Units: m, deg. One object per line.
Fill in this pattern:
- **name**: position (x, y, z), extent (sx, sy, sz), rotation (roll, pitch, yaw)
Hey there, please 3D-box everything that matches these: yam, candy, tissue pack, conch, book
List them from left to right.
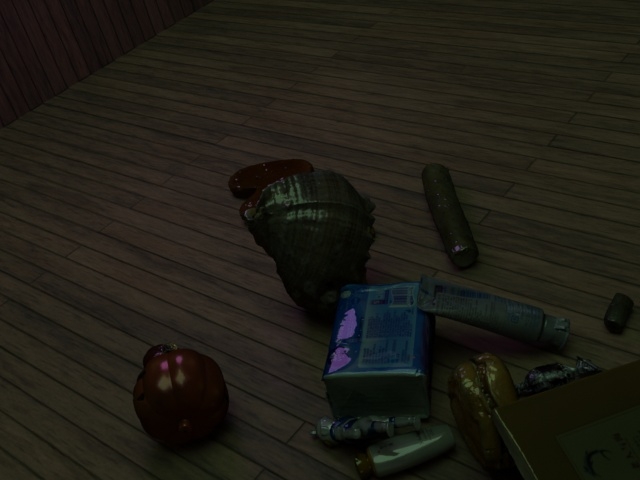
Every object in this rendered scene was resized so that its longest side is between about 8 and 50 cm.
- **conch**: position (0.012, 0.007, 1.726), extent (0.210, 0.352, 0.297), rotation (28, 85, 40)
- **tissue pack**: position (0.125, 0.215, 1.571), extent (0.198, 0.146, 0.263), rotation (-4, 38, 13)
- **yam**: position (0.310, -0.067, 1.941), extent (0.083, 0.083, 0.371), rotation (-12, 38, 5)
- **candy**: position (0.414, 0.258, 1.490), extent (0.226, 0.051, 0.094), rotation (-12, 33, 4)
- **yam**: position (0.596, 0.142, 1.586), extent (0.043, 0.043, 0.094), rotation (13, 46, 34)
- **book**: position (0.490, 0.326, 1.238), extent (0.389, 0.032, 0.269), rotation (-12, 56, -20)

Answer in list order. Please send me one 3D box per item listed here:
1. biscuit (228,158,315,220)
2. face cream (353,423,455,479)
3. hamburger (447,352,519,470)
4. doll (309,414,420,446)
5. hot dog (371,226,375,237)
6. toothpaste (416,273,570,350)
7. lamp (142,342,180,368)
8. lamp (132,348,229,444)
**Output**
- **biscuit**: position (-0.146, -0.130, 2.216), extent (0.262, 0.052, 0.277), rotation (-10, 37, 16)
- **face cream**: position (0.150, 0.378, 1.423), extent (0.182, 0.051, 0.072), rotation (-18, 25, -2)
- **hamburger**: position (0.286, 0.295, 1.359), extent (0.108, 0.214, 0.214), rotation (-18, 36, 3)
- **doll**: position (0.070, 0.348, 1.459), extent (0.227, 0.057, 0.114), rotation (-13, -4, 42)
- **hot dog**: position (0.078, -0.067, 2.052), extent (0.066, 0.047, 0.216), rotation (-22, 36, -5)
- **toothpaste**: position (0.336, 0.142, 1.562), extent (0.299, 0.073, 0.114), rotation (17, 37, 3)
- **lamp**: position (-0.335, 0.268, 1.720), extent (0.101, 0.090, 0.101), rotation (16, 19, -6)
- **lamp**: position (-0.272, 0.313, 1.557), extent (0.187, 0.188, 0.164), rotation (-17, 40, -2)
